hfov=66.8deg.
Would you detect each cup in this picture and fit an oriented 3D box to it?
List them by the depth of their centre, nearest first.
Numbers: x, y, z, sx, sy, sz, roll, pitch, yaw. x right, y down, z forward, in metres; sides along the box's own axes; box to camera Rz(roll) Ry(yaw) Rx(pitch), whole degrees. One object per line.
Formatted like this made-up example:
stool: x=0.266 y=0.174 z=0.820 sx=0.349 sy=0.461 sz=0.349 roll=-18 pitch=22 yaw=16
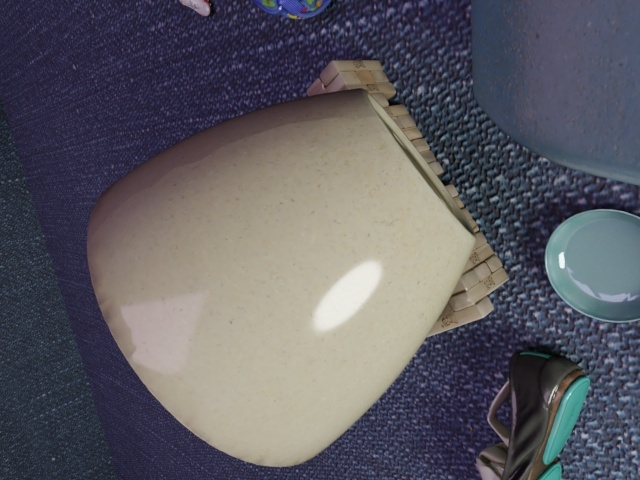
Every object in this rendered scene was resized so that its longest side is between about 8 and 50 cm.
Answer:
cup: x=0.000 y=0.000 z=0.461 sx=0.237 sy=0.331 sz=0.331 roll=-36 pitch=79 yaw=19

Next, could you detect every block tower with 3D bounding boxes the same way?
block tower: x=0.100 y=-0.057 z=0.600 sx=0.091 sy=0.097 sz=0.335 roll=-36 pitch=78 yaw=47

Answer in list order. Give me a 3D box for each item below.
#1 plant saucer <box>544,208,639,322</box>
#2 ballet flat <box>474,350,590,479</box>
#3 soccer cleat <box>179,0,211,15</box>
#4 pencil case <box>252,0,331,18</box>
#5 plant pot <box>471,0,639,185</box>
plant saucer: x=0.291 y=0.024 z=0.490 sx=0.119 sy=0.021 sz=0.119 roll=21 pitch=122 yaw=39
ballet flat: x=0.250 y=0.259 z=0.593 sx=0.096 sy=0.095 sz=0.281 roll=24 pitch=113 yaw=49
soccer cleat: x=-0.216 y=-0.402 z=0.815 sx=0.083 sy=0.035 sz=0.029 roll=46 pitch=134 yaw=22
pencil case: x=-0.110 y=-0.389 z=0.647 sx=0.306 sy=0.119 sz=0.133 roll=36 pitch=106 yaw=31
plant pot: x=0.236 y=-0.170 z=0.309 sx=0.252 sy=0.247 sz=0.248 roll=22 pitch=123 yaw=58
